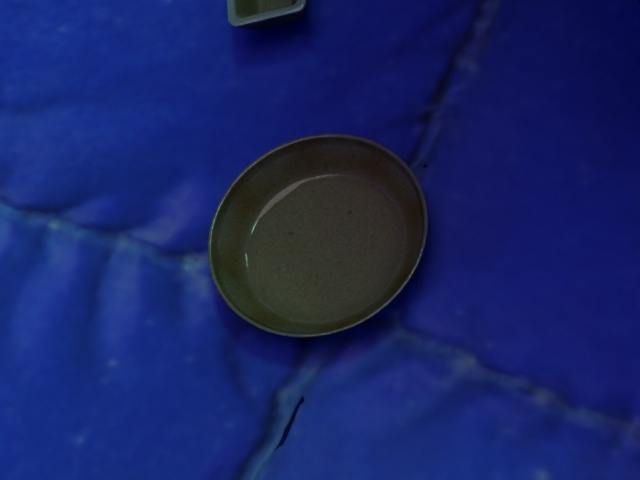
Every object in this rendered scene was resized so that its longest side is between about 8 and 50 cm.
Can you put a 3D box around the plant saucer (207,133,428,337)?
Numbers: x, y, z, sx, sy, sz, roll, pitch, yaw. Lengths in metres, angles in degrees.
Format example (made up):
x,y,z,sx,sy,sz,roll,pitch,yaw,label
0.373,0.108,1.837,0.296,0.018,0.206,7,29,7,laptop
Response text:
x,y,z,sx,sy,sz,roll,pitch,yaw,label
0.000,0.000,0.557,0.083,0.015,0.083,-7,62,13,plant saucer

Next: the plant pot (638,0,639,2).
x,y,z,sx,sy,sz,roll,pitch,yaw,label
0.146,-0.268,0.368,0.366,0.353,0.366,-35,22,17,plant pot

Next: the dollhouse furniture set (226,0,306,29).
x,y,z,sx,sy,sz,roll,pitch,yaw,label
-0.012,-0.151,0.600,0.091,0.081,0.114,-12,61,11,dollhouse furniture set
